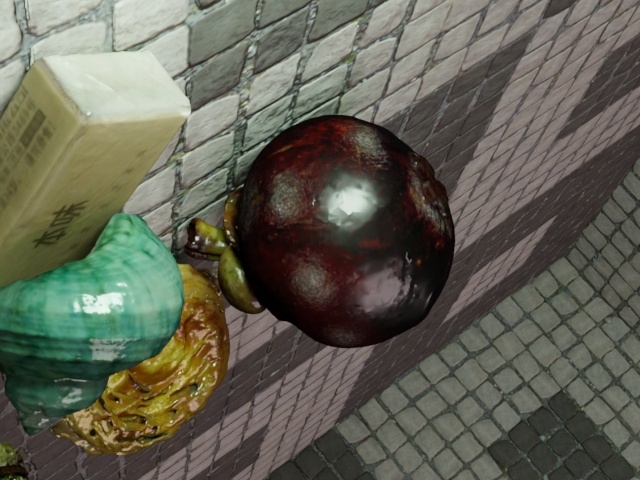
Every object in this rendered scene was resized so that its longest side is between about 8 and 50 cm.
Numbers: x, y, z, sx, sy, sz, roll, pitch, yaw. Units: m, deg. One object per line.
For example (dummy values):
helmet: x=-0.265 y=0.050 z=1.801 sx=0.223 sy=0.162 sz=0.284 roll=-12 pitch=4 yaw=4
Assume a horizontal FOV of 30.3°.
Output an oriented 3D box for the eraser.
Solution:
eraser: x=-0.263 y=-0.025 z=1.082 sx=0.144 sy=0.078 sz=0.343 roll=-16 pitch=152 yaw=-53

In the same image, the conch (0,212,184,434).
conch: x=-0.217 y=0.080 z=1.085 sx=0.202 sy=0.134 sz=0.196 roll=-40 pitch=163 yaw=2

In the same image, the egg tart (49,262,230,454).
egg tart: x=-0.244 y=0.139 z=1.497 sx=0.297 sy=0.132 sz=0.297 roll=-32 pitch=139 yaw=-33

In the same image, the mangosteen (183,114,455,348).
mangosteen: x=0.018 y=-0.001 z=1.426 sx=0.293 sy=0.297 sz=0.297 roll=-43 pitch=164 yaw=2

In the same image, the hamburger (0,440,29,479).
hamburger: x=-0.483 y=0.348 z=1.488 sx=0.262 sy=0.138 sz=0.243 roll=-35 pitch=162 yaw=-18
